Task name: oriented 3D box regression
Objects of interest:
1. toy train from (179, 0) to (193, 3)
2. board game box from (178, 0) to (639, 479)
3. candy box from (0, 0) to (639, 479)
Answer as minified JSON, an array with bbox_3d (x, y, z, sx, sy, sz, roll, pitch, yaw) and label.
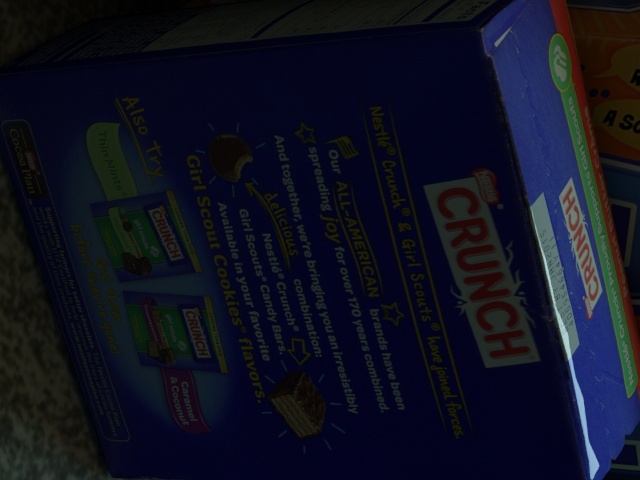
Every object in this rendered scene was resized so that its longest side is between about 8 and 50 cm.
[{"bbox_3d":[-0.073,-0.188,1.223,0.017,0.024,0.083,54,45,-43],"label":"toy train"},{"bbox_3d":[0.164,-0.031,1.244,0.356,0.357,0.356,-42,133,-52],"label":"board game box"},{"bbox_3d":[0.000,0.000,1.049,0.122,0.317,0.268,-43,125,-51],"label":"candy box"}]
